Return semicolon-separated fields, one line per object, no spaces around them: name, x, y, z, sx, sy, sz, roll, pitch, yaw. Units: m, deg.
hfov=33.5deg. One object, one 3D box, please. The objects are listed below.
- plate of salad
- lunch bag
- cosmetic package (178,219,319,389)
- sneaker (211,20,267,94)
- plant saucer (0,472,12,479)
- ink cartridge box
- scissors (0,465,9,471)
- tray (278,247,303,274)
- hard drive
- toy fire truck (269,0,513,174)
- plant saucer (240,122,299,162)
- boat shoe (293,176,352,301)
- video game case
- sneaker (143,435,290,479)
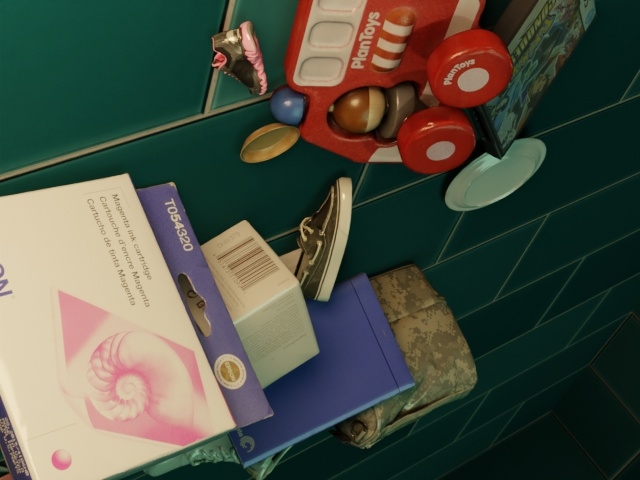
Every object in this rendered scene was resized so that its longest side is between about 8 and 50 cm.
plate of salad;0.304;-0.121;1.868;0.200;0.048;0.200;-21;153;-11
lunch bag;0.117;0.223;1.960;0.305;0.256;0.212;-17;148;-37
cosmetic package;-0.114;0.105;1.527;0.151;0.151;0.183;-32;141;-14
sneaker;-0.093;-0.202;1.202;0.057;0.047;0.119;-14;153;1
plant saucer;-0.504;0.493;1.795;0.332;0.084;0.332;-30;154;-16
ink cartridge box;-0.226;0.089;1.176;0.330;0.324;0.071;-16;166;-39
scissors;-0.521;0.316;1.535;0.109;0.021;0.297;-47;153;16
tray;-0.105;0.091;1.702;0.270;0.030;0.145;-22;152;-31
hard drive;-0.027;0.213;1.769;0.319;0.210;0.040;-24;-178;-11
toy fire truck;0.072;-0.210;1.299;0.254;0.169;0.302;1;143;-16
plant saucer;-0.067;-0.129;1.370;0.083;0.015;0.083;-23;162;-8
boat shoe;0.000;0.000;1.624;0.070;0.077;0.219;10;120;-8
video game case;0.301;-0.275;1.508;0.274;0.035;0.248;-56;156;-5
sneaker;-0.177;0.383;1.948;0.293;0.169;0.108;-32;157;-10
